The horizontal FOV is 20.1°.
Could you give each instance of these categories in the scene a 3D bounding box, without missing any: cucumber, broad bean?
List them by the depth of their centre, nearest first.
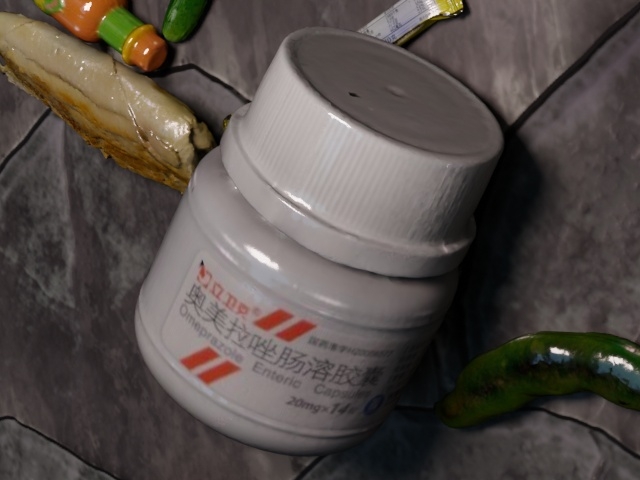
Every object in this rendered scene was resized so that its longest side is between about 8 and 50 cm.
[{"bbox_3d":[0.223,0.142,1.510,0.292,0.049,0.144,21,114,31],"label":"broad bean"},{"bbox_3d":[-0.113,-0.245,1.672,0.037,0.037,0.155,40,122,23],"label":"cucumber"}]

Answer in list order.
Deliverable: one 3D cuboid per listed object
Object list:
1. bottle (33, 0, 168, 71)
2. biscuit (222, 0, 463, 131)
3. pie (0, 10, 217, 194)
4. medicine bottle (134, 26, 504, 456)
[{"bbox_3d":[-0.220,-0.227,1.738,0.187,0.069,0.069,38,121,22],"label":"bottle"},{"bbox_3d":[0.013,-0.154,1.608,0.292,0.026,0.048,-31,78,37],"label":"biscuit"},{"bbox_3d":[-0.215,-0.136,1.744,0.282,0.068,0.128,29,154,23],"label":"pie"},{"bbox_3d":[0.000,0.000,1.518,0.245,0.245,0.306,38,119,23],"label":"medicine bottle"}]
